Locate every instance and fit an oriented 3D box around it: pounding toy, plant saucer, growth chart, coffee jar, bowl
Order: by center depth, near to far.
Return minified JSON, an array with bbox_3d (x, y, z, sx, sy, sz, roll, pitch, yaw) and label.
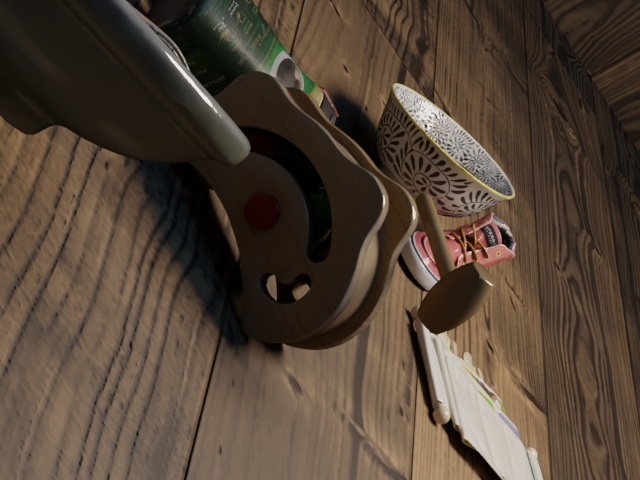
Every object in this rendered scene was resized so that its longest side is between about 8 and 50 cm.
[{"bbox_3d":[-0.207,-0.171,1.176,0.400,0.100,0.400,47,1,-1],"label":"plant saucer"},{"bbox_3d":[0.000,0.000,1.554,0.269,0.154,0.155,46,11,22],"label":"pounding toy"},{"bbox_3d":[-0.065,-0.134,1.654,0.184,0.079,0.096,52,39,-24],"label":"coffee jar"},{"bbox_3d":[0.159,0.178,1.896,0.237,0.021,0.172,50,19,-29],"label":"growth chart"},{"bbox_3d":[0.112,-0.075,2.042,0.170,0.080,0.170,38,15,-13],"label":"bowl"}]

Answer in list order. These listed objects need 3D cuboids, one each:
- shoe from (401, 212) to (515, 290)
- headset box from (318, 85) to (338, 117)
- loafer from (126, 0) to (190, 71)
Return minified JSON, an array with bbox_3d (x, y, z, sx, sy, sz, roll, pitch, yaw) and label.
[{"bbox_3d":[0.142,0.006,2.023,0.063,0.081,0.178,64,17,11],"label":"shoe"},{"bbox_3d":[-0.026,-0.113,1.771,0.032,0.062,0.083,65,19,12],"label":"headset box"},{"bbox_3d":[-0.144,-0.159,1.551,0.125,0.045,0.039,47,15,-30],"label":"loafer"}]
